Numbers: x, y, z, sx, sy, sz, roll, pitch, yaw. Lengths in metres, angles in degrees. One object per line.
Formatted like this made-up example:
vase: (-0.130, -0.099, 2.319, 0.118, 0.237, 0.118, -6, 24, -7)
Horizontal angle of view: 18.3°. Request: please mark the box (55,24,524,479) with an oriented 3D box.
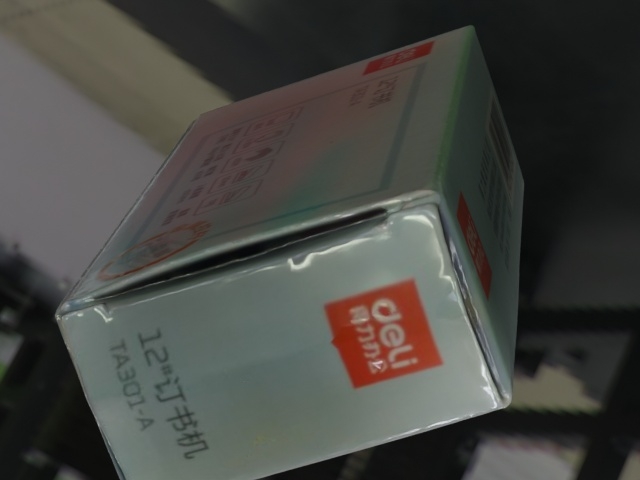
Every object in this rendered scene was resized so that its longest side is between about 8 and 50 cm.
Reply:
box: (0.000, 0.000, 0.731, 0.135, 0.269, 0.079, -18, 104, 11)
